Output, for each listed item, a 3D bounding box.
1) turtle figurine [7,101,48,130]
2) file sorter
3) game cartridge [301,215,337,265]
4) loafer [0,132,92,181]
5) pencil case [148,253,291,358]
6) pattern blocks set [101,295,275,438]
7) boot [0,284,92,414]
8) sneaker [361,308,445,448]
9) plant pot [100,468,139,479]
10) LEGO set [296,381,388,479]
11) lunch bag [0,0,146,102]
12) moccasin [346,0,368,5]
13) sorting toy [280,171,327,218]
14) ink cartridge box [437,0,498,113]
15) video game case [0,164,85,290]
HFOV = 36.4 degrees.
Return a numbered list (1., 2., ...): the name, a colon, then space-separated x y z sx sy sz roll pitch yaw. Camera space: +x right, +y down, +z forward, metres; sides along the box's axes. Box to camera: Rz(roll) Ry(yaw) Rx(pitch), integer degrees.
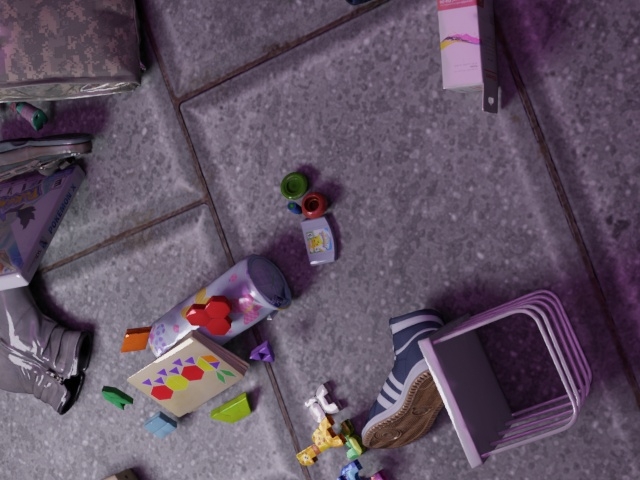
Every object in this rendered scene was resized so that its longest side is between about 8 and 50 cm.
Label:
1. turtle figurine: -0.633 -0.313 1.919 0.234 0.118 0.175 25 104 14
2. file sorter: 0.293 0.191 1.465 0.173 0.278 0.192 -24 85 20
3. game cartridge: 0.000 0.000 1.716 0.056 0.017 0.083 -13 89 21
4. loafer: -0.544 -0.162 1.908 0.268 0.096 0.084 0 104 32
5. pencil case: -0.183 0.135 1.757 0.273 0.124 0.113 -33 53 22
6. pattern blocks set: -0.234 0.237 1.745 0.325 0.026 0.285 -26 124 19
7. boot: -0.554 0.162 1.940 0.223 0.118 0.338 13 107 16
8. sneaker: 0.141 0.229 1.632 0.282 0.099 0.153 120 151 -45
9. plant pot: -0.399 0.506 1.895 0.096 0.109 0.109 -40 79 9
10. LEGO set: 0.021 0.375 1.702 0.093 0.087 0.227 -36 79 22
11. lunch bag: -0.474 -0.386 1.801 0.287 0.169 0.235 -5 88 -8
12. moccasin: -0.013 -0.530 1.566 0.117 0.138 0.342 -42 87 -17
13. sorting toy: -0.028 -0.072 1.714 0.061 0.042 0.102 -46 64 5
14. ink cartridge box: 0.233 -0.296 1.531 0.067 0.115 0.198 -4 93 23
15. video game case: -0.638 -0.008 1.873 0.329 0.300 0.036 -11 131 24
